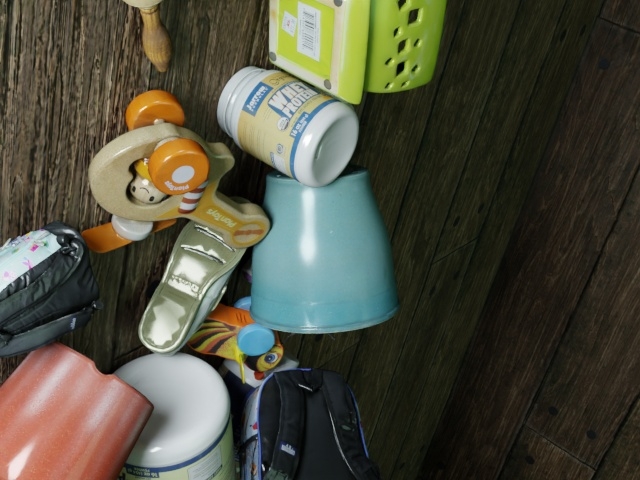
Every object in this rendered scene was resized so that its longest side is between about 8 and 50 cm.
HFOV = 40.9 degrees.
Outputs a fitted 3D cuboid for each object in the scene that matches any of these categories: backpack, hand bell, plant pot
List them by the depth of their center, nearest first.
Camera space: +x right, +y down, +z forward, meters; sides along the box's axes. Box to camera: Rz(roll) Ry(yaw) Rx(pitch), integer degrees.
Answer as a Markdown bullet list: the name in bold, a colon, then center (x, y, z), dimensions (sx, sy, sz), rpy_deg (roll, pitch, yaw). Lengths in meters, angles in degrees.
- **hand bell**: center (-0.221, -0.299, 1.115), dimensions (0.126, 0.126, 0.242), rpy_deg (-48, 163, -21)
- **backpack**: center (-0.399, 0.071, 1.154), dimensions (0.182, 0.115, 0.152), rpy_deg (-38, 135, -34)
- **plant pot**: center (-0.399, 0.304, 1.259), dimensions (0.265, 0.272, 0.272), rpy_deg (-58, 155, -20)
- **plant pot**: center (0.046, -0.357, 1.362), dimensions (0.207, 0.227, 0.228), rpy_deg (-31, 141, -36)
- **plant pot**: center (0.000, 0.000, 1.520), dimensions (0.271, 0.271, 0.255), rpy_deg (-20, 110, -52)
- **backpack**: center (-0.037, 0.382, 1.637), dimensions (0.276, 0.264, 0.213), rpy_deg (10, 155, -29)

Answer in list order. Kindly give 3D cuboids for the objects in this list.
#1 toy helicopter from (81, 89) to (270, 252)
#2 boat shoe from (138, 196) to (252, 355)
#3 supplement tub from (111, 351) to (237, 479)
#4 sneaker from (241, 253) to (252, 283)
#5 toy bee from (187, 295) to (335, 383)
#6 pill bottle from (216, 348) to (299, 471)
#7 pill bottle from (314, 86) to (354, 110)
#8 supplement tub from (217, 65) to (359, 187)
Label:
- **toy helicopter**: center (-0.209, -0.053, 1.314), dimensions (0.235, 0.140, 0.355), rpy_deg (-41, 145, 14)
- **boat shoe**: center (-0.212, 0.059, 1.487), dimensions (0.302, 0.113, 0.103), rpy_deg (-56, 176, -12)
- **supplement tub**: center (-0.270, 0.388, 1.543), dimensions (0.235, 0.235, 0.325), rpy_deg (-37, 141, -37)
- **sneaker**: center (-0.031, 0.043, 1.754), dimensions (0.152, 0.114, 0.305), rpy_deg (-62, 153, 7)
- **toy bee**: center (-0.131, 0.201, 1.626), dimensions (0.195, 0.298, 0.162), rpy_deg (-77, -172, -58)
- **pill bottle**: center (-0.164, 0.332, 1.783), dimensions (0.265, 0.153, 0.153), rpy_deg (-58, 154, -2)
- **pill bottle**: center (0.011, -0.212, 1.587), dimensions (0.094, 0.094, 0.169), rpy_deg (-29, 140, -45)
- **supplement tub**: center (-0.054, -0.187, 1.383), dimensions (0.144, 0.199, 0.144), rpy_deg (-41, 149, -32)
